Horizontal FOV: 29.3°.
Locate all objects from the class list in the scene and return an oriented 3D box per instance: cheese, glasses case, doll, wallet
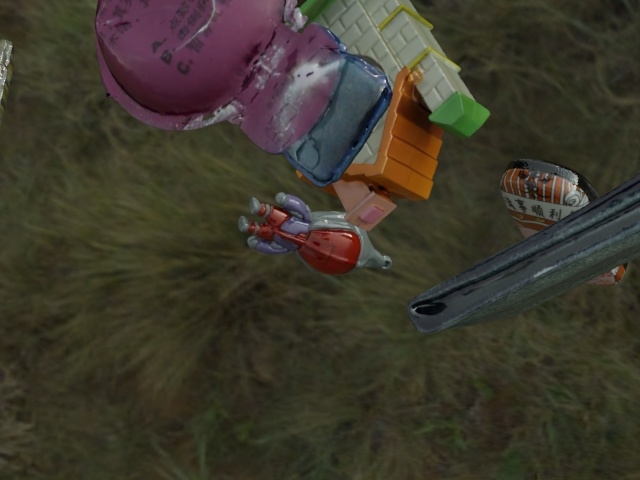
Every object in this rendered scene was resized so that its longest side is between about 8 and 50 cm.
[{"bbox_3d":[-0.035,-0.075,0.445,0.145,0.038,0.095,41,107,28],"label":"cheese"},{"bbox_3d":[0.289,-0.017,1.440,0.103,0.267,0.067,11,70,33],"label":"glasses case"},{"bbox_3d":[0.000,0.000,1.638,0.102,0.228,0.075,-58,29,30],"label":"doll"},{"bbox_3d":[0.172,-0.004,0.709,0.222,0.167,0.036,-30,78,22],"label":"wallet"}]

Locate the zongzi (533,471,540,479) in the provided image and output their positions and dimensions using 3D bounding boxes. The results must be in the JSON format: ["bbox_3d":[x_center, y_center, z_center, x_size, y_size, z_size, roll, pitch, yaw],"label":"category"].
[{"bbox_3d":[0.307,0.396,1.673,0.123,0.289,0.260,42,144,1],"label":"zongzi"}]

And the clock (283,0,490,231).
[{"bbox_3d":[0.044,-0.155,1.370,0.220,0.106,0.255,-43,51,21],"label":"clock"}]

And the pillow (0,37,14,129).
[{"bbox_3d":[-0.402,-0.091,1.348,0.208,0.052,0.212,-37,43,40],"label":"pillow"}]
